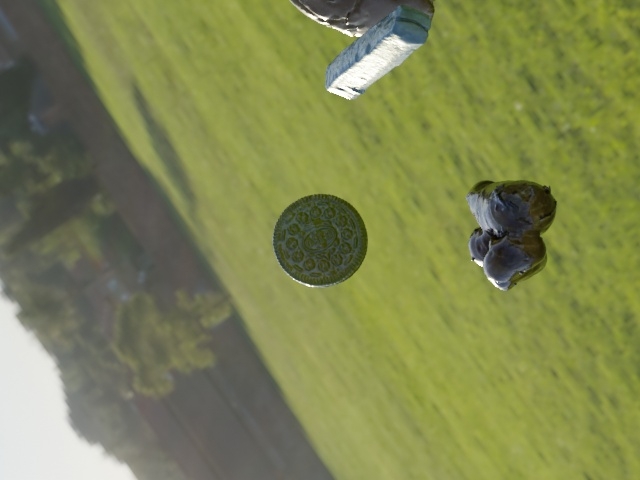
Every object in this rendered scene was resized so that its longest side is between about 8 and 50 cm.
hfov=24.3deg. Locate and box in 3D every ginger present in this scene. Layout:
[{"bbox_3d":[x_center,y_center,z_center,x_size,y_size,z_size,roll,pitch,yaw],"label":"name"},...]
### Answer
[{"bbox_3d":[0.182,-0.007,1.403,0.162,0.073,0.103,-146,57,-81],"label":"ginger"}]

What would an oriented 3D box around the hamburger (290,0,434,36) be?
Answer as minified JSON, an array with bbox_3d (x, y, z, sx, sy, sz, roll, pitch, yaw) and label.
[{"bbox_3d":[0.030,-0.314,1.368,0.282,0.245,0.155,23,-139,-36],"label":"hamburger"}]

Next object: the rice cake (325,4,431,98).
[{"bbox_3d":[0.042,-0.144,1.154,0.033,0.029,0.171,15,165,-16],"label":"rice cake"}]

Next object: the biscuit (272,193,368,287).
[{"bbox_3d":[0.000,0.000,1.310,0.084,0.084,0.023,53,-179,9],"label":"biscuit"}]
